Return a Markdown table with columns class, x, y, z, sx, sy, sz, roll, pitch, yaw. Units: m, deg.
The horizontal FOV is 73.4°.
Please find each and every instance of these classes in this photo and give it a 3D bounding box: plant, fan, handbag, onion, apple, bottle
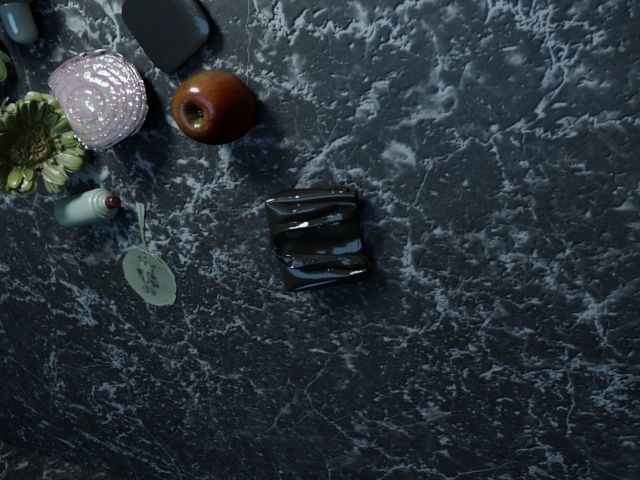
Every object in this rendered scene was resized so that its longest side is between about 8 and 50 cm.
| class | x | y | z | sx | sy | sz | roll | pitch | yaw |
| --- | --- | --- | --- | --- | --- | --- | --- | --- | --- |
| plant | -0.851 | -0.308 | 1.247 | 0.297 | 0.306 | 0.261 | 58 | 157 | 19 |
| fan | -0.600 | 0.058 | 1.468 | 0.233 | 0.012 | 0.414 | 13 | 121 | 16 |
| handbag | 0.000 | 0.000 | 1.130 | 0.257 | 0.113 | 0.285 | -4 | 114 | 17 |
| onion | -0.576 | -0.384 | 1.180 | 0.247 | 0.111 | 0.250 | -24 | 95 | 8 |
| apple | -0.252 | -0.316 | 1.034 | 0.181 | 0.168 | 0.181 | 7 | 117 | 14 |
| bottle | -0.742 | -0.108 | 1.389 | 0.245 | 0.104 | 0.104 | -8 | 112 | 27 |

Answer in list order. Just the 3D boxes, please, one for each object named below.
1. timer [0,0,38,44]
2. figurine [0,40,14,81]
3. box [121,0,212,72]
| class | x | y | z | sx | sy | sz | roll | pitch | yaw |
| --- | --- | --- | --- | --- | --- | --- | --- | --- | --- |
| timer | -0.853 | -0.629 | 1.089 | 0.234 | 0.233 | 0.240 | -2 | 112 | 24 |
| figurine | -1.021 | -0.491 | 1.208 | 0.158 | 0.275 | 0.161 | 37 | 129 | -17 |
| box | -0.375 | -0.532 | 1.046 | 0.212 | 0.042 | 0.201 | -26 | 104 | 33 |
